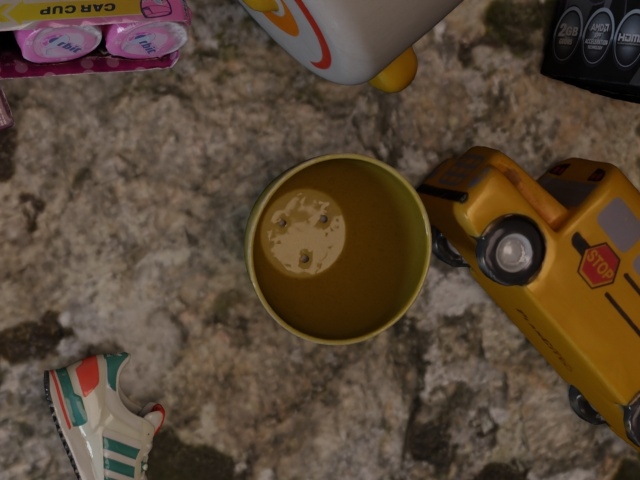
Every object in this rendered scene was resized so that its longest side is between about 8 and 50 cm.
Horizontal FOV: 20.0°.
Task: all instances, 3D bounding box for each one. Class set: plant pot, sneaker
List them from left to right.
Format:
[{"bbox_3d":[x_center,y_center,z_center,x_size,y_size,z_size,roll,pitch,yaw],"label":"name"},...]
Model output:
[{"bbox_3d":[-0.138,0.155,1.292,0.075,0.057,0.161,-22,101,-8],"label":"sneaker"},{"bbox_3d":[0.000,0.000,1.297,0.134,0.095,0.134,-3,99,-18],"label":"plant pot"}]

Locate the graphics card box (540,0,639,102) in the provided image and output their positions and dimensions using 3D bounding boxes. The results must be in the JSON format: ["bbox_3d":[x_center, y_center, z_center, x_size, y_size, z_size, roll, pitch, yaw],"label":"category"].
[{"bbox_3d":[0.290,-0.276,1.282,0.094,0.233,0.371,13,94,-23],"label":"graphics card box"}]

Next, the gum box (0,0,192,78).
[{"bbox_3d":[-0.184,-0.169,1.205,0.188,0.062,0.107,-6,64,-17],"label":"gum box"}]

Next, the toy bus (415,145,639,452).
[{"bbox_3d":[0.221,0.053,1.369,0.130,0.108,0.333,-45,108,-8],"label":"toy bus"}]

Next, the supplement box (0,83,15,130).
[{"bbox_3d":[-0.255,-0.085,1.223,0.083,0.055,0.043,-23,105,-13],"label":"supplement box"}]

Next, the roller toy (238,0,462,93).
[{"bbox_3d":[0.003,-0.206,1.222,0.146,0.209,0.191,-42,72,-9],"label":"roller toy"}]
